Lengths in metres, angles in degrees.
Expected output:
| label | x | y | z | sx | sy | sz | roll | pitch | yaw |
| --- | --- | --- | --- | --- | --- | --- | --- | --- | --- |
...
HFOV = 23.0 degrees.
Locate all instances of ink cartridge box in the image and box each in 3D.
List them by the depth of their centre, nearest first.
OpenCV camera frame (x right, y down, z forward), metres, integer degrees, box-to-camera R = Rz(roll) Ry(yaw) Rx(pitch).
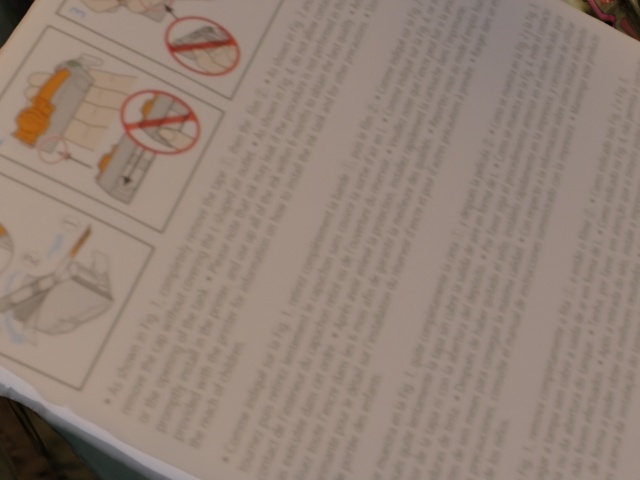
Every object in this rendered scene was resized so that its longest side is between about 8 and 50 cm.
| label | x | y | z | sx | sy | sz | roll | pitch | yaw |
| --- | --- | --- | --- | --- | --- | --- | --- | --- | --- |
| ink cartridge box | 0.000 | 0.000 | 0.605 | 0.385 | 0.091 | 0.308 | 26 | 48 | -3 |

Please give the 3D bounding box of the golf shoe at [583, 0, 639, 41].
| label | x | y | z | sx | sy | sz | roll | pitch | yaw |
| --- | --- | --- | --- | --- | --- | --- | --- | --- | --- |
| golf shoe | 0.206 | -0.100 | 0.781 | 0.067 | 0.086 | 0.186 | -22 | 65 | -36 |
